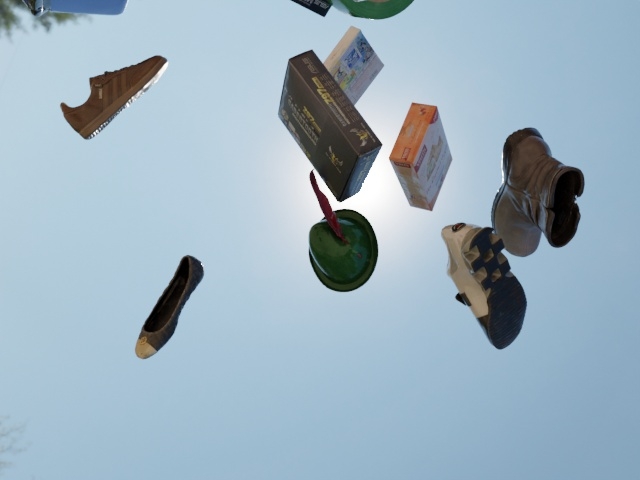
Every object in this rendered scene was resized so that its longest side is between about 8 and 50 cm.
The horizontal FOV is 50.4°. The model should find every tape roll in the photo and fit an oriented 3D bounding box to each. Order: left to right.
[{"bbox_3d":[0.129,-0.708,1.658,0.077,0.321,0.321,31,-84,52],"label":"tape roll"}]

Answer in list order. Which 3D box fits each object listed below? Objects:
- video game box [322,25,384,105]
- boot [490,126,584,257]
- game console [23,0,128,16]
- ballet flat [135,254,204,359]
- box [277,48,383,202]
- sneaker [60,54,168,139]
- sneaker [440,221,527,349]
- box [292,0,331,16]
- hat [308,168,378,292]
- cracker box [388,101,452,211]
[{"bbox_3d":[0.082,-0.496,2.013,0.048,0.187,0.205,36,-91,33],"label":"video game box"},{"bbox_3d":[0.457,-0.049,1.441,0.118,0.338,0.223,-16,-141,-2],"label":"boot"},{"bbox_3d":[-0.506,-0.560,1.318,0.173,0.250,0.293,-38,-168,-22],"label":"game console"},{"bbox_3d":[-0.236,0.099,1.035,0.057,0.049,0.173,16,-111,32],"label":"ballet flat"},{"bbox_3d":[0.010,-0.209,1.272,0.233,0.059,0.183,55,-22,14],"label":"box"},{"bbox_3d":[-0.326,-0.245,1.078,0.188,0.071,0.066,-48,-168,-18],"label":"sneaker"},{"bbox_3d":[0.363,0.095,1.541,0.122,0.331,0.146,-32,-153,-20],"label":"sneaker"},{"bbox_3d":[-0.115,-0.671,1.683,0.060,0.270,0.216,-54,-125,23],"label":"box"},{"bbox_3d":[0.000,0.000,1.395,0.173,0.183,0.209,-29,-110,26],"label":"hat"},{"bbox_3d":[0.240,-0.192,1.595,0.067,0.232,0.156,15,-108,27],"label":"cracker box"}]
